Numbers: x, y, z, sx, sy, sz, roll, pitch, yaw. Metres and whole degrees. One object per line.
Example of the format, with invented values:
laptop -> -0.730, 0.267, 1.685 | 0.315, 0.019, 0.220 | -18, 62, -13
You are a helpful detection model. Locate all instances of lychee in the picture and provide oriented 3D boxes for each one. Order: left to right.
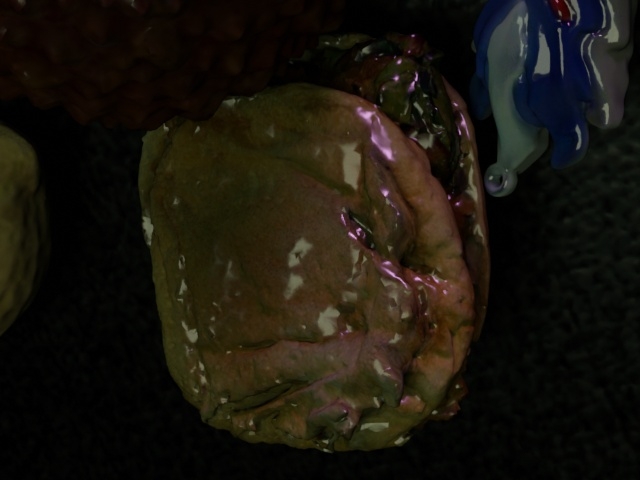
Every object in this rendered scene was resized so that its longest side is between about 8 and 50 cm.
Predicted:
lychee -> -0.095, -0.193, 0.698 | 0.275, 0.276, 0.304 | -11, 120, 26

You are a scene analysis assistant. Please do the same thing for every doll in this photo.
doll -> 0.114, -0.108, 0.757 | 0.096, 0.070, 0.195 | 38, 120, 41

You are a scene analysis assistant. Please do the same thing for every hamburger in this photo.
hamburger -> 0.000, 0.000, 0.819 | 0.183, 0.130, 0.206 | -6, 90, 31

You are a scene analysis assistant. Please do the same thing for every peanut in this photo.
peanut -> -0.226, 0.024, 0.928 | 0.103, 0.098, 0.229 | 38, 119, -24
